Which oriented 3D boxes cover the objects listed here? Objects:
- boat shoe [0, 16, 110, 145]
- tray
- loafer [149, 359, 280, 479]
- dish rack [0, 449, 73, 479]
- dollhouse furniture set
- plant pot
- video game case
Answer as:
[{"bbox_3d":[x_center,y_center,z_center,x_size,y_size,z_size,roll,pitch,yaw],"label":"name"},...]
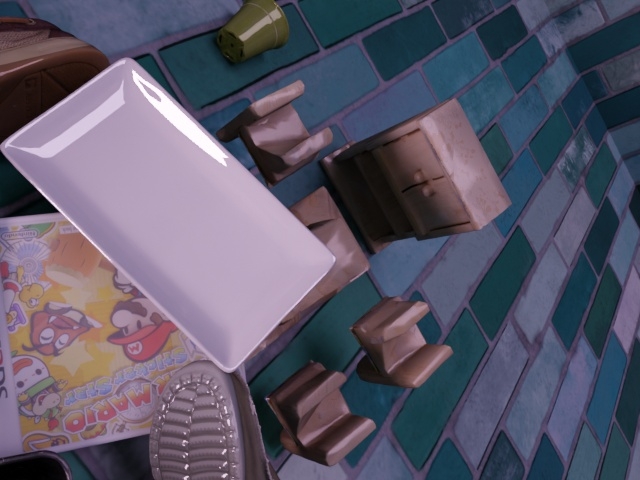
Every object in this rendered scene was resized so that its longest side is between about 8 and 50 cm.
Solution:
[{"bbox_3d":[-0.356,-0.137,0.550,0.123,0.123,0.342,44,46,17],"label":"boat shoe"},{"bbox_3d":[-0.128,-0.026,0.569,0.270,0.030,0.145,44,68,0],"label":"tray"},{"bbox_3d":[-0.083,0.223,0.576,0.087,0.095,0.251,-22,109,-65],"label":"loafer"},{"bbox_3d":[-0.276,0.305,0.454,0.208,0.074,0.271,1,73,-46],"label":"dish rack"},{"bbox_3d":[0.000,0.000,0.824,0.394,0.256,0.362,-35,99,-27],"label":"dollhouse furniture set"},{"bbox_3d":[-0.100,-0.287,0.900,0.083,0.083,0.079,53,55,-16],"label":"plant pot"},{"bbox_3d":[-0.187,0.074,0.577,0.227,0.026,0.206,-7,91,-19],"label":"video game case"}]
